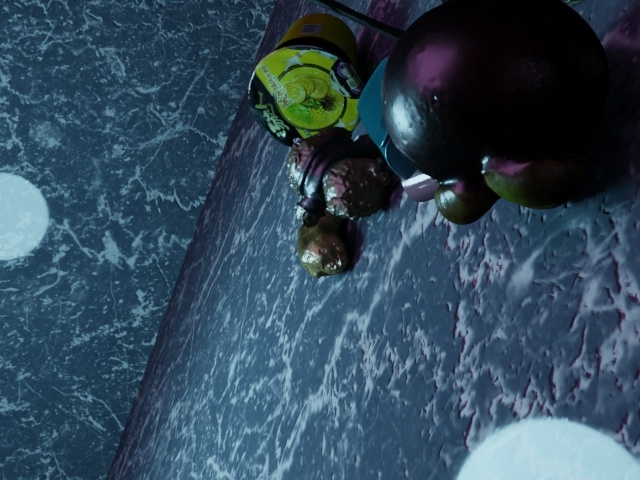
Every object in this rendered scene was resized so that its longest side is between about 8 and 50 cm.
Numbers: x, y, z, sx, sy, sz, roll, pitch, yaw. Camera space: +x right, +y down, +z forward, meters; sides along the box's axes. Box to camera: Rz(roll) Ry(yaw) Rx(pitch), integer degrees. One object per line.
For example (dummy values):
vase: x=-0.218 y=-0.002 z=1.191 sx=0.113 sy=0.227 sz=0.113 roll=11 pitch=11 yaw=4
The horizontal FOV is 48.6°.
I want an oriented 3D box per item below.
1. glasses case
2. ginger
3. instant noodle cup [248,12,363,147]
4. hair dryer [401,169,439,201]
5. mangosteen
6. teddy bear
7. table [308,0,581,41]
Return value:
glasses case: x=0.104 y=-0.177 z=0.931 sx=0.117 sy=0.070 sz=0.301 roll=-51 pitch=16 yaw=13
ginger: x=0.002 y=0.000 z=1.144 sx=0.095 sy=0.069 sz=0.190 roll=-29 pitch=26 yaw=8
instant noodle cup: x=-0.013 y=-0.321 z=1.350 sx=0.215 sy=0.215 sz=0.236 roll=-56 pitch=15 yaw=39
hair dryer: x=0.156 y=-0.126 z=0.854 sx=0.106 sy=0.054 sz=0.154 roll=-24 pitch=45 yaw=61
mangosteen: x=0.152 y=-0.120 z=0.623 sx=0.210 sy=0.210 sz=0.210 roll=-160 pitch=90 yaw=-73
teddy bear: x=0.010 y=-0.106 z=1.099 sx=0.182 sy=0.129 sz=0.251 roll=-61 pitch=31 yaw=6
table: x=0.141 y=-0.384 z=0.790 sx=0.335 sy=0.272 sz=0.222 roll=173 pitch=115 yaw=-71
